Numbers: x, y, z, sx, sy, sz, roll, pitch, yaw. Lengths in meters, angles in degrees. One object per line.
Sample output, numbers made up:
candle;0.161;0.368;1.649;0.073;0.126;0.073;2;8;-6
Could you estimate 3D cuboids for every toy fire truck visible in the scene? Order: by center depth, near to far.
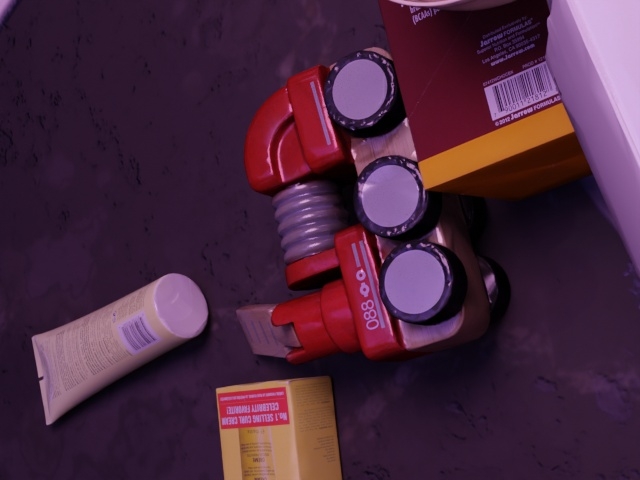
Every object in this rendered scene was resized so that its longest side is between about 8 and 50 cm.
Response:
toy fire truck;0.000;0.000;0.853;0.246;0.158;0.217;-21;76;24

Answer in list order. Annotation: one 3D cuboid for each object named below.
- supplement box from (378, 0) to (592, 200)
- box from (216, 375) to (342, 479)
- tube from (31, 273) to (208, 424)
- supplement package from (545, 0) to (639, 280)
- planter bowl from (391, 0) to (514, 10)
supplement box;0.154;-0.149;0.732;0.191;0.129;0.194;-21;75;35
box;-0.026;0.230;0.900;0.087;0.058;0.232;-10;82;38
tube;-0.202;0.098;1.047;0.240;0.062;0.070;-28;28;38
supplement package;0.261;-0.066;0.497;0.263;0.199;0.198;-23;85;9
planter bowl;0.096;-0.203;0.628;0.162;0.109;0.162;-1;88;37
